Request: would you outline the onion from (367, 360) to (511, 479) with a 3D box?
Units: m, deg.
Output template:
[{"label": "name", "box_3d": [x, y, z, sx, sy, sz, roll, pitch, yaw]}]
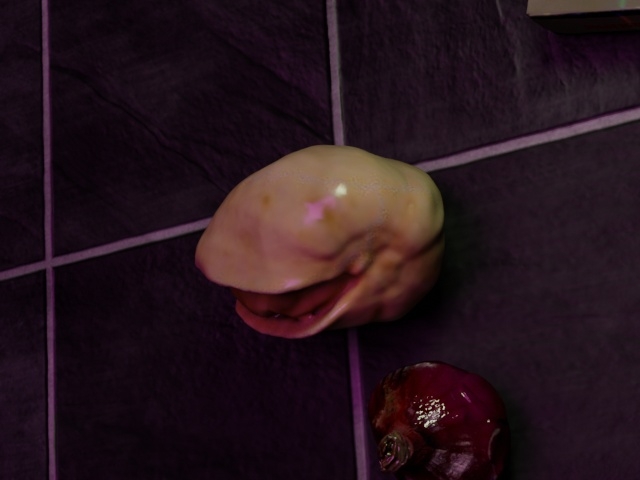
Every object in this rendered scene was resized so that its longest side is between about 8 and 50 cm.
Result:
[{"label": "onion", "box_3d": [0.129, 0.206, 1.648, 0.135, 0.198, 0.173, -39, 78, 15]}]

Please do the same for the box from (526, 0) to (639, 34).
[{"label": "box", "box_3d": [0.350, -0.388, 1.695, 0.198, 0.084, 0.310, 3, 81, 35]}]

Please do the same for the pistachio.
[{"label": "pistachio", "box_3d": [0.000, 0.000, 1.771, 0.321, 0.229, 0.238, -14, 32, 38]}]
